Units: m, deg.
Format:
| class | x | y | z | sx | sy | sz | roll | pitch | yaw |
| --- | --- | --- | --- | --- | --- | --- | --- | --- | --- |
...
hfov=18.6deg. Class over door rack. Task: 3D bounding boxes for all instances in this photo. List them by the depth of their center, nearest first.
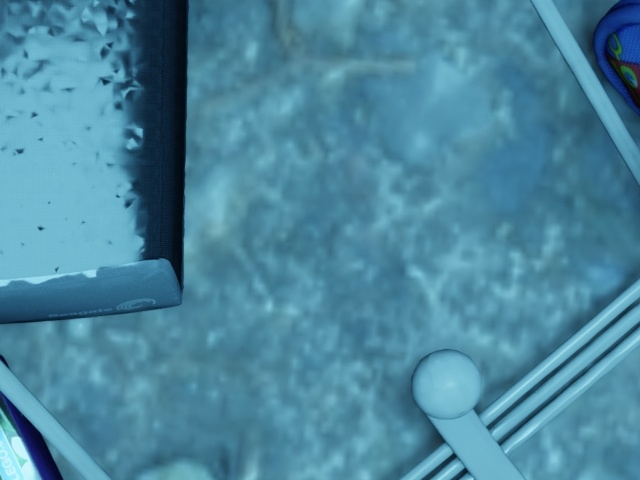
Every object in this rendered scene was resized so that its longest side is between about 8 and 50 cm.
| class | x | y | z | sx | sy | sz | roll | pitch | yaw |
| --- | --- | --- | --- | --- | --- | --- | --- | --- | --- |
| over door rack | 0.000 | 0.000 | 0.611 | 0.239 | 0.108 | 0.324 | -39 | 113 | -4 |

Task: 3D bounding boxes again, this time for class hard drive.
| class | x | y | z | sx | sy | sz | roll | pitch | yaw |
| --- | --- | --- | --- | --- | --- | --- | --- | --- | --- |
| hard drive | -0.170 | -0.054 | 0.667 | 0.255 | 0.054 | 0.172 | 1 | 91 | -9 |

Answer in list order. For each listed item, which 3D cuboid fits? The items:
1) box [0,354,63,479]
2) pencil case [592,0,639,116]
| class | x | y | z | sx | sy | sz | roll | pitch | yaw |
| --- | --- | --- | --- | --- | --- | --- | --- | --- | --- |
| box | -0.139 | 0.212 | 0.667 | 0.201 | 0.057 | 0.293 | -25 | 89 | -3 |
| pencil case | 0.228 | -0.145 | 0.664 | 0.119 | 0.133 | 0.306 | 39 | 87 | -13 |
